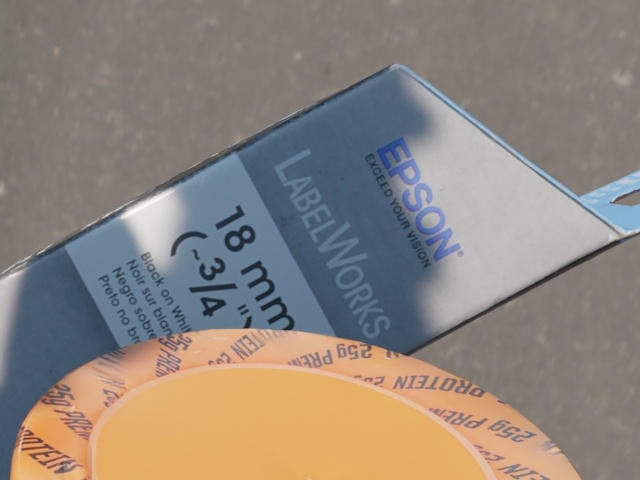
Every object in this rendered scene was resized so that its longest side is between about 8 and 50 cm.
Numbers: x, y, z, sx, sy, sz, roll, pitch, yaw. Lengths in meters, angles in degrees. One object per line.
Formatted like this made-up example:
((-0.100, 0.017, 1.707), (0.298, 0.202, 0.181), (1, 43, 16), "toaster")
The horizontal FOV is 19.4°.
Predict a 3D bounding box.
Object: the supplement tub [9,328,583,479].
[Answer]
((-0.027, 0.197, 0.540), (0.193, 0.316, 0.193), (9, 27, -4), "supplement tub")

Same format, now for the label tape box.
((0.000, 0.000, 0.789), (0.333, 0.240, 0.106), (-28, 93, 0), "label tape box")
